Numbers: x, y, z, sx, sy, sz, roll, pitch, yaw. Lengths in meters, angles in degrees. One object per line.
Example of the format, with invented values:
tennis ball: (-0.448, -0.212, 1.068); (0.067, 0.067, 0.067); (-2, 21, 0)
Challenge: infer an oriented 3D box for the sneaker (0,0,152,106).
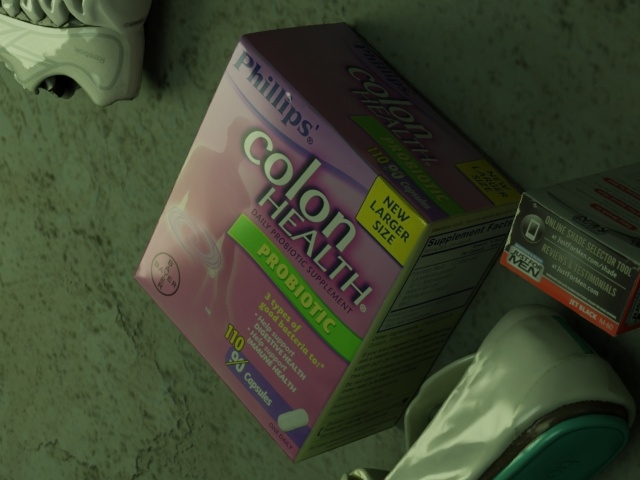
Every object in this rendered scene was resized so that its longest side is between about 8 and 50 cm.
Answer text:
sneaker: (-0.262, -0.187, 1.512); (0.292, 0.110, 0.118); (17, 119, 41)

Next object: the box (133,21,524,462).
box: (0.000, 0.000, 1.288); (0.213, 0.117, 0.243); (47, 127, 26)

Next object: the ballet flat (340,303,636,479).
ballet flat: (0.079, 0.194, 1.269); (0.139, 0.139, 0.400); (53, 126, 21)

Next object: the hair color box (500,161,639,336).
hair color box: (0.200, -0.001, 1.060); (0.093, 0.167, 0.053); (35, 122, 34)
